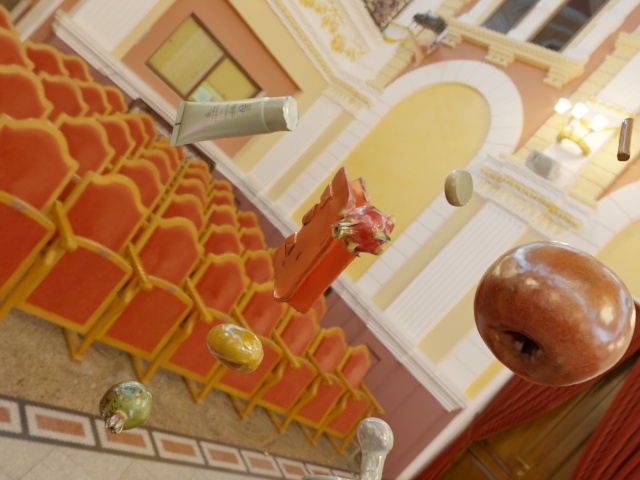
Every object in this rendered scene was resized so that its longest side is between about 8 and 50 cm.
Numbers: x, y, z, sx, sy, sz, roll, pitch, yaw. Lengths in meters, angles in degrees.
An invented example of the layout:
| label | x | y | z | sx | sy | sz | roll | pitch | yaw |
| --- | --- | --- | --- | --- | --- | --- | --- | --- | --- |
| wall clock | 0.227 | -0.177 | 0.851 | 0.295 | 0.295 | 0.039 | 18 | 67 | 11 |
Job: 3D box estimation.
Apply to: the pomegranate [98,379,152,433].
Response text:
| label | x | y | z | sx | sy | sz | roll | pitch | yaw |
| --- | --- | --- | --- | --- | --- | --- | --- | --- | --- |
| pomegranate | -0.278 | 0.234 | 0.752 | 0.073 | 0.073 | 0.084 | 43 | 33 | 13 |

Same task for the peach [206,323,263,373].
| label | x | y | z | sx | sy | sz | roll | pitch | yaw |
| --- | --- | --- | --- | --- | --- | --- | --- | --- | --- |
| peach | -0.244 | 0.303 | 1.530 | 0.179 | 0.103 | 0.179 | 25 | -29 | 15 |

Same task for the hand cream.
| label | x | y | z | sx | sy | sz | roll | pitch | yaw |
| --- | --- | --- | --- | --- | --- | --- | --- | --- | --- |
| hand cream | -0.131 | -0.176 | 0.787 | 0.205 | 0.078 | 0.050 | 1 | -16 | 24 |

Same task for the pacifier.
| label | x | y | z | sx | sy | sz | roll | pitch | yaw |
| --- | --- | --- | --- | --- | --- | --- | --- | --- | --- |
| pacifier | 0.101 | 0.557 | 1.284 | 0.288 | 0.269 | 0.343 | -9 | -42 | 31 |

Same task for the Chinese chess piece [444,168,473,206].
| label | x | y | z | sx | sy | sz | roll | pitch | yaw |
| --- | --- | --- | --- | --- | --- | --- | --- | --- | --- |
| Chinese chess piece | 0.303 | -0.115 | 1.189 | 0.034 | 0.084 | 0.084 | 5 | -26 | 42 |

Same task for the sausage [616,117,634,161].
| label | x | y | z | sx | sy | sz | roll | pitch | yaw |
| --- | --- | --- | --- | --- | --- | --- | --- | --- | --- |
| sausage | 0.639 | -0.214 | 1.131 | 0.026 | 0.116 | 0.026 | 19 | -29 | 11 |

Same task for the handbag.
| label | x | y | z | sx | sy | sz | roll | pitch | yaw |
| --- | --- | --- | --- | --- | --- | --- | --- | --- | --- |
| handbag | 0.000 | 0.000 | 1.656 | 0.116 | 0.410 | 0.303 | 27 | 28 | -23 |

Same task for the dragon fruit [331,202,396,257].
| label | x | y | z | sx | sy | sz | roll | pitch | yaw |
| --- | --- | --- | --- | --- | --- | --- | --- | --- | --- |
| dragon fruit | 0.066 | -0.018 | 0.877 | 0.116 | 0.086 | 0.081 | 15 | -20 | -35 |

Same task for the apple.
| label | x | y | z | sx | sy | sz | roll | pitch | yaw |
| --- | --- | --- | --- | --- | --- | --- | --- | --- | --- |
| apple | 0.400 | 0.118 | 0.929 | 0.253 | 0.253 | 0.253 | 43 | 2 | -2 |
